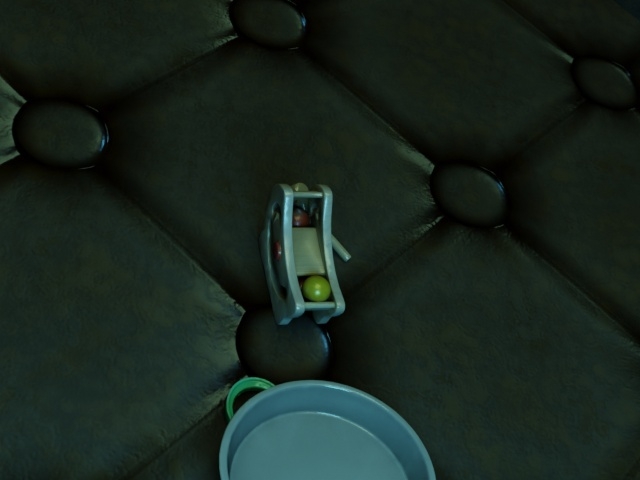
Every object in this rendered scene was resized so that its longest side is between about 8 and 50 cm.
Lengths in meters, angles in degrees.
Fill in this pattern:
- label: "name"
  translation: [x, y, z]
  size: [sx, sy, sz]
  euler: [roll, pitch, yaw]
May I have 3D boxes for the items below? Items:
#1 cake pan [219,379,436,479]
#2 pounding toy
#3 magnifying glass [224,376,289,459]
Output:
- label: "cake pan"
  translation: [0.007, 0.315, 1.468]
  size: [0.293, 0.054, 0.293]
  euler: [10, 43, -10]
- label: "pounding toy"
  translation: [0.000, 0.000, 1.694]
  size: [0.154, 0.154, 0.270]
  euler: [0, 55, -21]
- label: "magnifying glass"
  translation: [-0.073, 0.292, 1.527]
  size: [0.092, 0.026, 0.231]
  euler: [-2, 56, -22]
